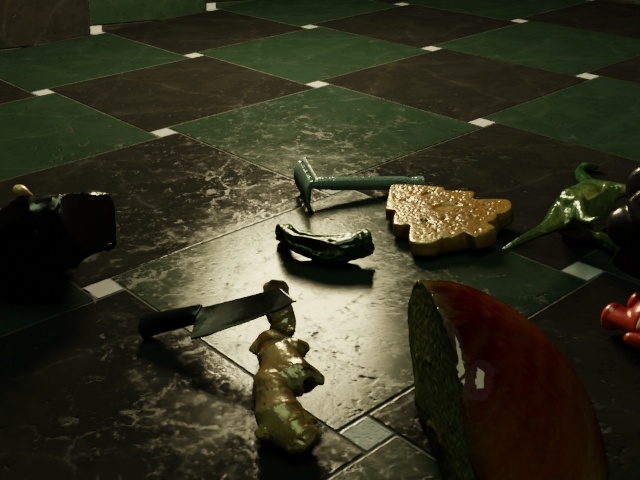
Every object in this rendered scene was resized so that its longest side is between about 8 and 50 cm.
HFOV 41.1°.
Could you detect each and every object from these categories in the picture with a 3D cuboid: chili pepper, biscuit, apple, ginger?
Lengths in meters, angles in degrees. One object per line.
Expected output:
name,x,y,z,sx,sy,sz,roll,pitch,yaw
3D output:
chili pepper,-0.005,0.003,1.316,0.182,0.050,0.073,11,35,29
biscuit,0.192,-0.038,1.400,0.212,0.041,0.238,-23,33,-26
apple,0.173,0.173,0.840,0.254,0.179,0.346,32,19,-20
ginger,-0.042,0.142,1.005,0.089,0.075,0.288,-13,30,3

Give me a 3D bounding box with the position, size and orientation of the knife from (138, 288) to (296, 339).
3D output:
knife,-0.132,0.097,1.069,0.230,0.028,0.060,-14,36,20

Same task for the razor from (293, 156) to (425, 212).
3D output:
razor,0.075,-0.099,1.525,0.231,0.068,0.106,0,26,-13

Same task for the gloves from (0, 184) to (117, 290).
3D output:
gloves,-0.449,-0.003,1.234,0.300,0.152,0.197,5,5,27

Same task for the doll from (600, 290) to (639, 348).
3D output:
doll,0.463,0.119,1.028,0.142,0.076,0.245,-19,28,-31

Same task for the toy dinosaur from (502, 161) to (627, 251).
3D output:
toy dinosaur,0.400,-0.072,1.411,0.447,0.087,0.301,-8,27,-30

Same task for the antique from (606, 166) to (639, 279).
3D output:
antique,0.529,0.002,1.107,0.255,0.185,0.322,30,10,34
